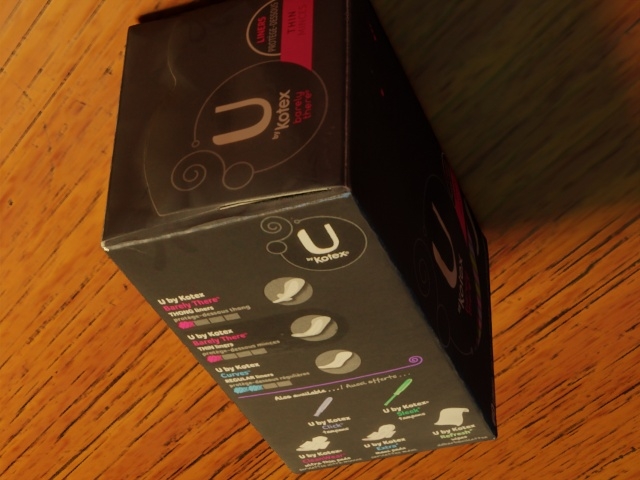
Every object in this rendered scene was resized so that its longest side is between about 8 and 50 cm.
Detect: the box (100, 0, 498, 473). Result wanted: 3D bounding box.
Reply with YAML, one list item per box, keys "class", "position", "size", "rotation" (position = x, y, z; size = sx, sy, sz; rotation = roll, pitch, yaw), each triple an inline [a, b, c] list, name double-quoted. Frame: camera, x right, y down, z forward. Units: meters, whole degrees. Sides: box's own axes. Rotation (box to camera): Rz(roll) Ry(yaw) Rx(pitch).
- class: "box"
  position: [0.000, 0.000, 0.894]
  size: [0.143, 0.165, 0.270]
  rotation: [-13, 142, 17]
